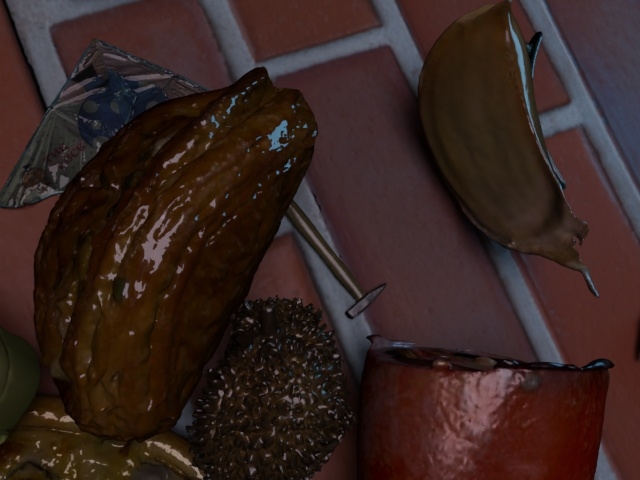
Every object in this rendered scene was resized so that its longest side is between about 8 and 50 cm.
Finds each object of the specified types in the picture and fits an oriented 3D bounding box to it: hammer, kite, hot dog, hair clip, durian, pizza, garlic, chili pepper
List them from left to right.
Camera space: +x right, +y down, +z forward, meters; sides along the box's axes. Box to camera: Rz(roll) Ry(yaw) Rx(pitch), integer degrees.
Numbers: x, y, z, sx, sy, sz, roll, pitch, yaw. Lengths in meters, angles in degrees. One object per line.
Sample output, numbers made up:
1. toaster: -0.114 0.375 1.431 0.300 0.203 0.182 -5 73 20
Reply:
1. pizza: -0.230 0.279 0.579 0.324 0.089 0.223 23 71 -4
2. kite: -0.218 -0.106 0.705 0.335 0.011 0.314 -18 81 -14
3. hot dog: -0.147 -0.009 0.573 0.174 0.267 0.387 36 73 -37
4. durian: -0.049 0.144 0.582 0.167 0.196 0.196 -3 78 -9
5. hammer: 0.000 0.000 0.721 0.062 0.013 0.199 -37 87 -16
6. chili pepper: 0.151 0.251 0.583 0.251 0.229 0.305 20 71 -40
7. garlic: 0.214 -0.096 0.698 0.151 0.196 0.338 -15 88 0
8. hair clip: 0.288 -0.173 0.809 0.070 0.039 0.229 -7 84 -12

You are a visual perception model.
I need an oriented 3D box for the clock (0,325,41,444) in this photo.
1. clock: -0.462 0.113 0.529 0.348 0.117 0.286 39 78 13
